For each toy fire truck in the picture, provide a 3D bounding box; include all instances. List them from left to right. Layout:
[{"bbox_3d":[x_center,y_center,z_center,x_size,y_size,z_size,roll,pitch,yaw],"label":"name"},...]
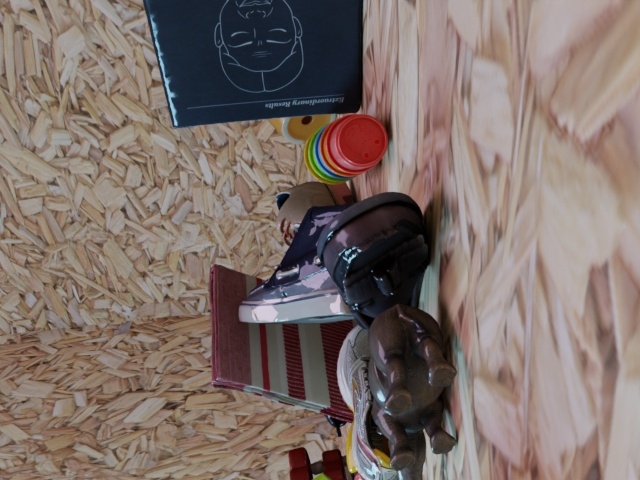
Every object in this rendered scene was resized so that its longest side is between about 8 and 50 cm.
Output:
[{"bbox_3d":[0.047,0.535,1.508,0.302,0.169,0.254,-144,40,-87],"label":"toy fire truck"}]

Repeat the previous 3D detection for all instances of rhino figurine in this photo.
[{"bbox_3d":[0.085,0.160,0.738,0.106,0.073,0.243,-104,7,-48],"label":"rhino figurine"}]

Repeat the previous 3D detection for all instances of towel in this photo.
[{"bbox_3d":[-0.043,0.182,1.317,0.037,0.329,0.237,-46,36,35],"label":"towel"}]

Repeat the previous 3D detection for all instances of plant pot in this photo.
[{"bbox_3d":[-0.058,-0.321,1.697,0.205,0.205,0.188,87,160,-52],"label":"plant pot"}]

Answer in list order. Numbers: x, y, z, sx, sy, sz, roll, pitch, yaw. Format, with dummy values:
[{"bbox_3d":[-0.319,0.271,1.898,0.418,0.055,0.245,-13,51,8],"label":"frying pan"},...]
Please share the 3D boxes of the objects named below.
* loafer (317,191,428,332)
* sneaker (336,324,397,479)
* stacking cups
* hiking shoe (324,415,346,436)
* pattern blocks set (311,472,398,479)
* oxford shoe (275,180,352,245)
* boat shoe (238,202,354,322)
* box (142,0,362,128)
[{"bbox_3d":[0.068,0.041,0.769,0.095,0.109,0.302,63,177,17],"label":"loafer"},{"bbox_3d":[0.081,0.214,1.042,0.093,0.088,0.225,124,145,-53],"label":"sneaker"},{"bbox_3d":[0.029,-0.130,1.050,0.316,0.096,0.096,-148,52,-87],"label":"stacking cups"},{"bbox_3d":[0.056,0.289,1.543,0.114,0.086,0.227,-122,35,-43],"label":"hiking shoe"},{"bbox_3d":[0.012,0.489,1.177,0.026,0.325,0.285,37,-150,-30],"label":"pattern blocks set"},{"bbox_3d":[0.000,0.000,1.343,0.397,0.146,0.141,-113,20,-68],"label":"oxford shoe"},{"bbox_3d":[-0.014,0.041,1.142,0.340,0.127,0.158,-13,75,52],"label":"boat shoe"},{"bbox_3d":[-0.098,-0.382,1.090,0.396,0.293,0.212,88,176,-49],"label":"box"}]
